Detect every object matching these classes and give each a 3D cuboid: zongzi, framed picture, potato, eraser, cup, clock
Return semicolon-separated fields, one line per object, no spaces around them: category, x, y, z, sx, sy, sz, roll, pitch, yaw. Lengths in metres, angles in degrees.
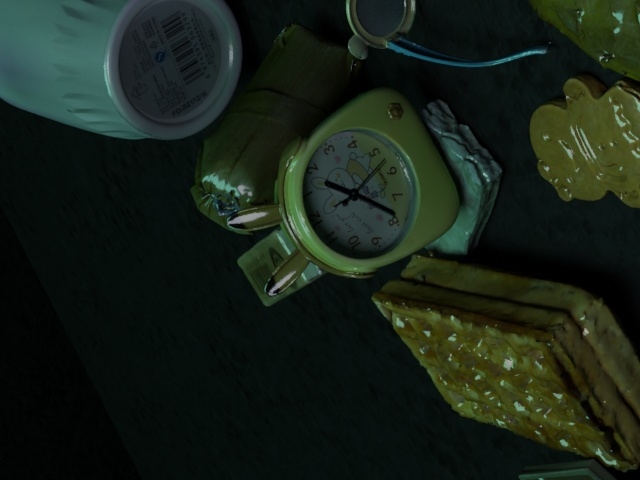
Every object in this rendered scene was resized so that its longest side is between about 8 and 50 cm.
zongzi;-0.059;-0.083;1.525;0.125;0.251;0.274;30;153;8
framed picture;0.348;0.333;1.427;0.260;0.023;0.189;41;162;-2
potato;0.248;-0.189;0.940;0.251;0.113;0.149;32;102;43
eraser;0.000;0.000;1.579;0.078;0.144;0.343;58;165;0
cup;-0.288;-0.268;1.721;0.371;0.253;0.253;22;139;50
clock;0.021;-0.042;1.333;0.170;0.232;0.069;62;157;-10

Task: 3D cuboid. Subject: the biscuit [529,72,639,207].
biscuit;0.251;-0.090;1.190;0.184;0.027;0.133;11;131;59

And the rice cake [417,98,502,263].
rice cake;0.137;-0.051;1.439;0.124;0.038;0.211;50;156;17

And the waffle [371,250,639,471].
waffle;0.217;0.127;1.406;0.213;0.091;0.308;54;159;-26

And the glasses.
glasses;0.123;-0.254;1.221;0.220;0.088;0.190;14;134;30
